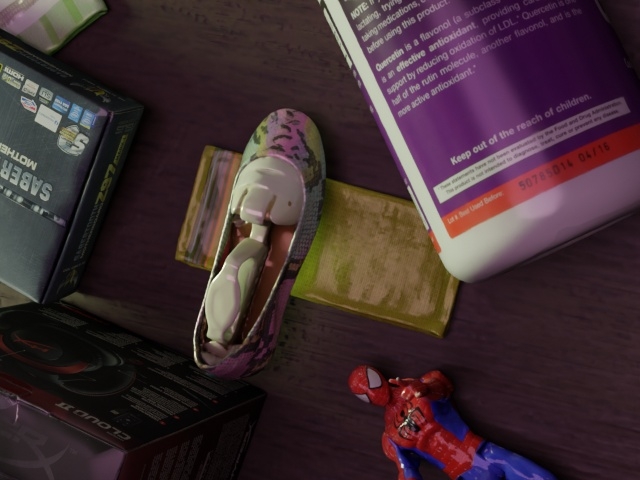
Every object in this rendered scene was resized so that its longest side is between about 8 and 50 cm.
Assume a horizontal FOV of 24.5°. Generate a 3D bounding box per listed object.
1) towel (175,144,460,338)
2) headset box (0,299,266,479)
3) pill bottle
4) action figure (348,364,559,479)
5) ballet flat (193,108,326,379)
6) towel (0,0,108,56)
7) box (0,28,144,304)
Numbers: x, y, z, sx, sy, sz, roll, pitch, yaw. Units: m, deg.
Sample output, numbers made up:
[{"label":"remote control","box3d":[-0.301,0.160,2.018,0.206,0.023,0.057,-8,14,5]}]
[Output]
[{"label":"towel","box3d":[0.000,0.000,1.184,0.237,0.021,0.102,16,99,17]},{"label":"headset box","box3d":[-0.202,0.143,1.118,0.218,0.293,0.110,22,100,16]},{"label":"pill bottle","box3d":[0.111,-0.145,1.052,0.181,0.181,0.323,-26,85,19]},{"label":"action figure","box3d":[0.124,0.183,1.095,0.280,0.139,0.091,36,102,16]},{"label":"ballet flat","box3d":[-0.051,0.005,1.149,0.077,0.079,0.222,17,96,18]},{"label":"towel","box3d":[-0.262,-0.228,1.260,0.113,0.023,0.152,-36,82,18]},{"label":"box","box3d":[-0.283,-0.080,1.247,0.232,0.059,0.183,30,111,16]}]
